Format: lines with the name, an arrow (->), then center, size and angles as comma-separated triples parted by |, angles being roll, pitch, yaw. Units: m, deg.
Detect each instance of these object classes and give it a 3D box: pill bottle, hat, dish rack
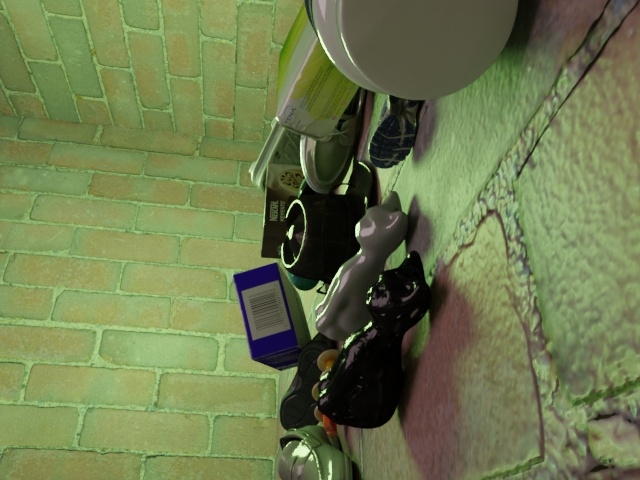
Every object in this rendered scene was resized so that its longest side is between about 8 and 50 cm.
pill bottle -> 0.065, -0.218, 0.473 | 0.264, 0.153, 0.153 | -100, 16, -61
hat -> 0.000, 0.000, 0.942 | 0.331, 0.134, 0.331 | -176, 90, -83
dish rack -> -0.129, -0.266, 1.743 | 0.285, 0.073, 0.333 | -66, -15, -5

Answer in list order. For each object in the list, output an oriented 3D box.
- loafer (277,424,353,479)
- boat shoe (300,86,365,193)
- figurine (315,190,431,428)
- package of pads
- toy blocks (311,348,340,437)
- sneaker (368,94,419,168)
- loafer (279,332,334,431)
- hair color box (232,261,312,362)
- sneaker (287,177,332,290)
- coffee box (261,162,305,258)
loafer -> -0.014, 0.381, 0.861 | 0.319, 0.112, 0.111 | 138, 137, -80
boat shoe -> 0.026, -0.235, 1.006 | 0.094, 0.109, 0.302 | -115, 33, -72
figurine -> 0.064, 0.068, 0.618 | 0.214, 0.093, 0.209 | -94, 19, -55
package of pads -> 0.027, -0.331, 0.819 | 0.296, 0.101, 0.229 | 126, 153, -43
toy blocks -> 0.021, 0.277, 0.889 | 0.148, 0.054, 0.123 | -101, 18, -65
sneaker -> 0.096, -0.153, 0.646 | 0.058, 0.052, 0.135 | -77, 4, -59
loafer -> -0.017, 0.305, 1.128 | 0.084, 0.096, 0.267 | -60, -11, -58
hair color box -> -0.096, 0.188, 1.209 | 0.339, 0.110, 0.185 | 67, -173, -71
sneaker -> -0.028, -0.026, 1.286 | 0.121, 0.108, 0.301 | 130, 146, -85
coffee box -> -0.078, -0.085, 1.492 | 0.297, 0.168, 0.118 | -92, 10, -49
